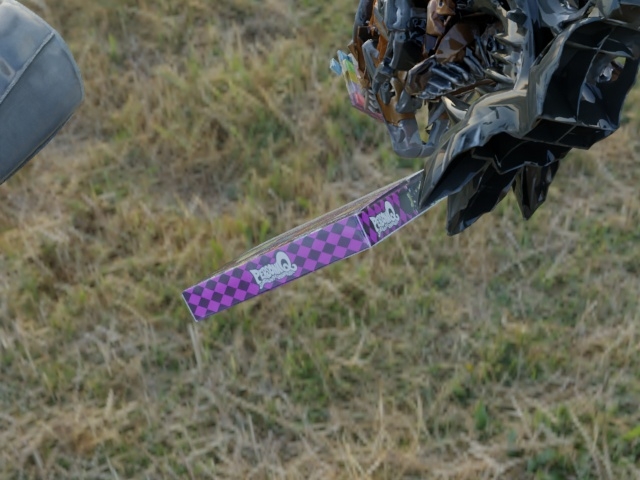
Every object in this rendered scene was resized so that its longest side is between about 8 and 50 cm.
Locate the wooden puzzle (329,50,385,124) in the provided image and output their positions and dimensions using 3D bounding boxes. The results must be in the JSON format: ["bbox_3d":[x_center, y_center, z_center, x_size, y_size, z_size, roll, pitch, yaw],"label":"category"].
[{"bbox_3d":[0.035,-0.111,0.883,0.006,0.083,0.049,-31,58,29],"label":"wooden puzzle"}]

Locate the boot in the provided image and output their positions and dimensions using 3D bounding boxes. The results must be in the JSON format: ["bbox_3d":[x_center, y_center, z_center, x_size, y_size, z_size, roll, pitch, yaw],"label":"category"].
[{"bbox_3d":[-0.261,-0.106,0.842,0.076,0.190,0.209,1,46,31],"label":"boot"}]

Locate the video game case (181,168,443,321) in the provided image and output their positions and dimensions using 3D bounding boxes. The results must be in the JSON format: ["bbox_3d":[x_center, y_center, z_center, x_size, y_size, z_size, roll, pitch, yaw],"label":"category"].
[{"bbox_3d":[0.000,0.000,1.258,0.232,0.042,0.210,-24,4,32],"label":"video game case"}]

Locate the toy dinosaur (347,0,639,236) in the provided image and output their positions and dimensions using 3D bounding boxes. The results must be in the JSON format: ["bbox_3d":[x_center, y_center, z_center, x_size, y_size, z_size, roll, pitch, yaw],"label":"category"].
[{"bbox_3d":[0.087,-0.124,0.468,0.164,0.322,0.219,-13,63,-5],"label":"toy dinosaur"}]
